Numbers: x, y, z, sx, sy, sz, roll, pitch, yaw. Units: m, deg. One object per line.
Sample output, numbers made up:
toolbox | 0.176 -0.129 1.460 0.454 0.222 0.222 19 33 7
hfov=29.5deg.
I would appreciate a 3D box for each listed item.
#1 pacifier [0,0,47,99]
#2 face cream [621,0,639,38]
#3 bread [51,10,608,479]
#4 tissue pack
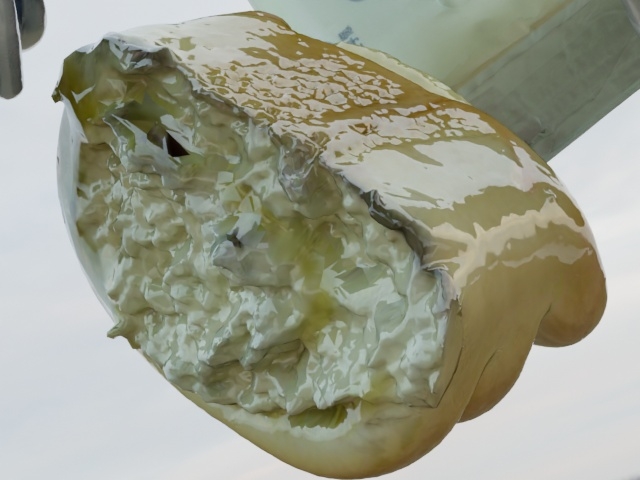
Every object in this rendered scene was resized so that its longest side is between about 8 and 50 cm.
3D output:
pacifier | -0.266 -0.162 0.659 0.207 0.279 0.227 -15 -11 -21
face cream | 0.208 -0.136 0.670 0.077 0.077 0.250 -24 -46 22
bread | 0.000 0.000 0.732 0.270 0.316 0.211 -21 -40 -53
tissue pack | 0.103 -0.264 1.059 0.332 0.405 0.205 -39 -32 13
